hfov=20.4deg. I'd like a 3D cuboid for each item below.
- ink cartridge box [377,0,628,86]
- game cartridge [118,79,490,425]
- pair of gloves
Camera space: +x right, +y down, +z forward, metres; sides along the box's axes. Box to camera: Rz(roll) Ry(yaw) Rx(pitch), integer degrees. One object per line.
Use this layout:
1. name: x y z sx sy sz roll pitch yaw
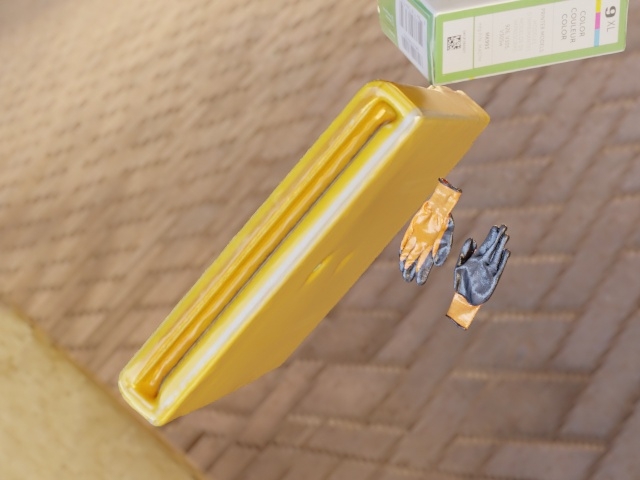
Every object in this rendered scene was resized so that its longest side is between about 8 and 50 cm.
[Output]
1. ink cartridge box: 0.158 -0.179 1.309 0.209 0.062 0.109 -13 33 -15
2. game cartridge: 0.000 0.000 1.328 0.285 0.052 0.323 -49 -7 11
3. pair of gloves: 0.085 0.008 1.138 0.083 0.010 0.074 41 113 38
